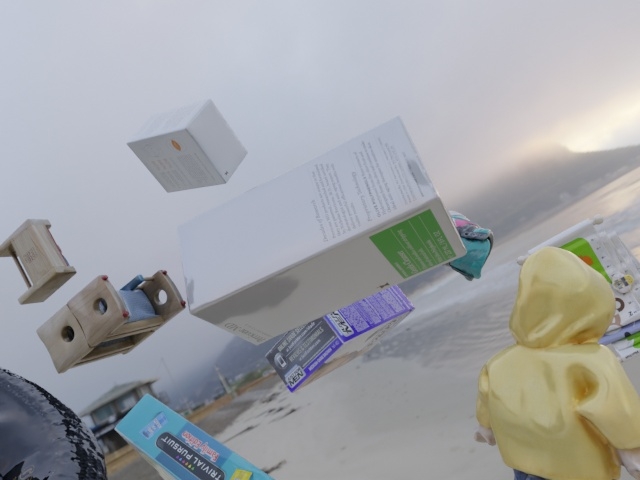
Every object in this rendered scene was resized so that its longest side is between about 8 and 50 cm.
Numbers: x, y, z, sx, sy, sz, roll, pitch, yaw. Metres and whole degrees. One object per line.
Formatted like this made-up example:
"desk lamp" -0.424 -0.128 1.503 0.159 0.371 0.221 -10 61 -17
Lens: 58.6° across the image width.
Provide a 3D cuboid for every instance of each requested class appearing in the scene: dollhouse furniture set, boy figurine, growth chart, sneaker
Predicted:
"dollhouse furniture set" -0.300 0.052 0.755 0.129 0.183 0.129 -37 -12 17
"boy figurine" 0.196 0.149 0.481 0.092 0.284 0.177 12 -19 -26
"growth chart" 0.445 0.080 0.906 0.172 0.237 0.021 -40 -20 14
"sneaker" 0.273 0.019 1.247 0.296 0.178 0.123 -10 -59 -36

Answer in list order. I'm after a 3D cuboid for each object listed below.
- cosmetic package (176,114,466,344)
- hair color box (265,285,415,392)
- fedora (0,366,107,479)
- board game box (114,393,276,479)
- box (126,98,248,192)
"cosmetic package" 0.000 0.000 0.835 0.366 0.155 0.197 -27 -31 14
"hair color box" 0.056 0.202 1.279 0.185 0.110 0.339 -49 -22 29
"fedora" -0.320 0.198 0.388 0.334 0.334 0.152 0 -72 -72
"board game box" -0.149 0.405 0.908 0.336 0.253 0.079 16 52 39
"box" -0.248 -0.172 1.067 0.171 0.130 0.091 -3 44 36
